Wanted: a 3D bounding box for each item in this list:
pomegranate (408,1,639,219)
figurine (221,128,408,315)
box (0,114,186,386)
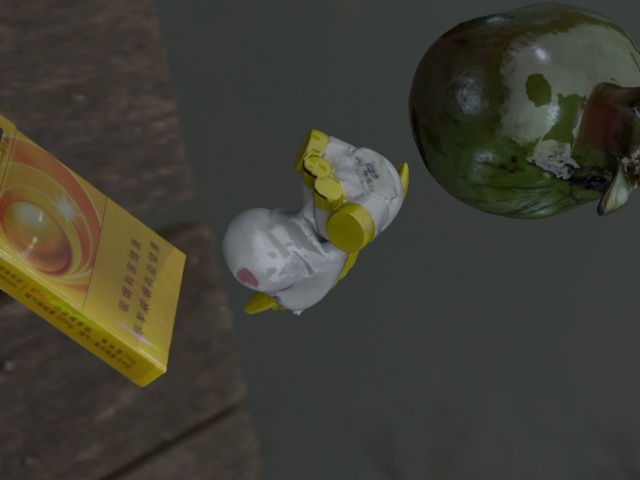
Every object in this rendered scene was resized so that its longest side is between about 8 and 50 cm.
[{"bbox_3d":[0.149,-0.071,1.184,0.152,0.191,0.131,-16,112,-41],"label":"pomegranate"},{"bbox_3d":[-0.006,0.001,1.539,0.130,0.178,0.109,9,39,-54],"label":"figurine"},{"bbox_3d":[-0.231,-0.004,1.682,0.269,0.043,0.152,38,33,-25],"label":"box"}]
